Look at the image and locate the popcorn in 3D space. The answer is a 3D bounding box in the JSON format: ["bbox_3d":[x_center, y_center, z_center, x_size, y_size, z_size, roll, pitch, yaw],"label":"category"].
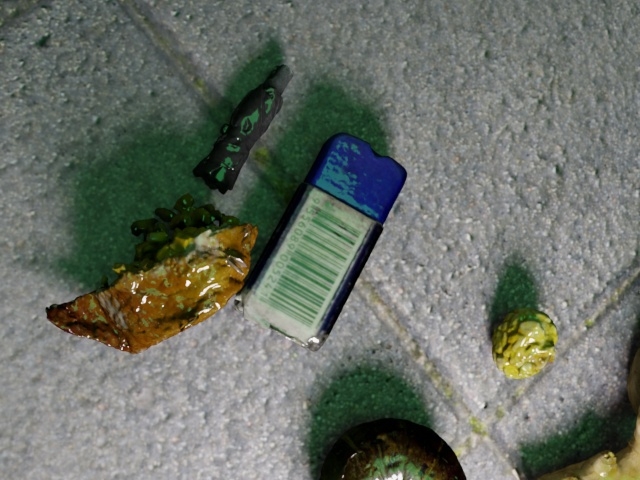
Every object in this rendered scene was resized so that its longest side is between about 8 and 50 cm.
[{"bbox_3d":[0.343,0.173,1.108,0.106,0.116,0.121,18,81,-28],"label":"popcorn"}]

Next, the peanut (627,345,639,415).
[{"bbox_3d":[0.624,0.182,1.163,0.136,0.120,0.299,36,80,-50],"label":"peanut"}]

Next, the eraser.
[{"bbox_3d":[0.000,0.000,1.057,0.154,0.101,0.332,29,78,-6],"label":"eraser"}]

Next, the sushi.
[{"bbox_3d":[-0.228,0.048,0.970,0.296,0.167,0.179,-29,97,14],"label":"sushi"}]

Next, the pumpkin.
[{"bbox_3d":[0.113,0.387,1.013,0.237,0.159,0.238,0,90,-12],"label":"pumpkin"}]

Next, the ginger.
[{"bbox_3d":[0.534,0.417,1.119,0.348,0.122,0.363,-30,119,12],"label":"ginger"}]

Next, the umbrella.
[{"bbox_3d":[-0.114,-0.184,1.073,0.066,0.059,0.236,40,75,-28],"label":"umbrella"}]
